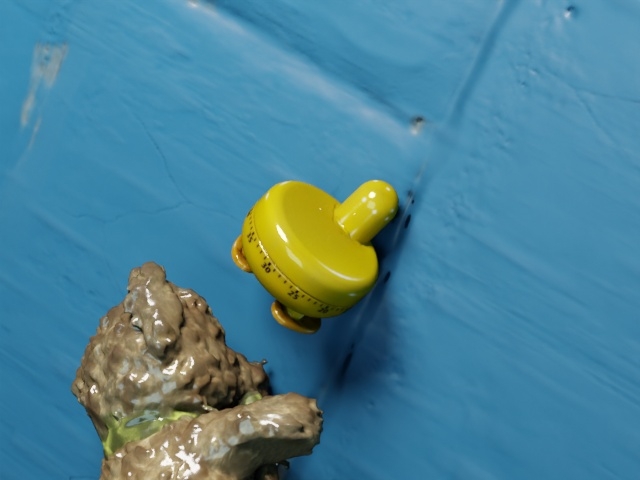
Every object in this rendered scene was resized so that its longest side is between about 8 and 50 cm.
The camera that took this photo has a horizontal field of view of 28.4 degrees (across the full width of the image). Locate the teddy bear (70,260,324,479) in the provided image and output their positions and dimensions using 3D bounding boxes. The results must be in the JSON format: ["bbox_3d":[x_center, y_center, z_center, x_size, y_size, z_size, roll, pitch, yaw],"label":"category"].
[{"bbox_3d":[-0.061,0.184,0.971,0.296,0.222,0.246,25,147,-13],"label":"teddy bear"}]

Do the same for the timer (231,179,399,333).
[{"bbox_3d":[0.000,0.000,0.917,0.107,0.107,0.109,50,119,9],"label":"timer"}]
